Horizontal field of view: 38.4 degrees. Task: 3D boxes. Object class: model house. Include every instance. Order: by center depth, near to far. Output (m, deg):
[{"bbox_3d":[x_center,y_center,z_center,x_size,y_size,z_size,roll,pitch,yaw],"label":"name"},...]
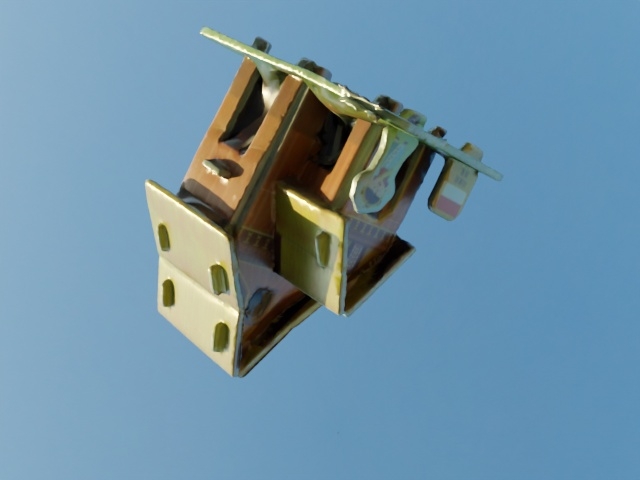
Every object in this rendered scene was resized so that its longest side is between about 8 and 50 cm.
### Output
[{"bbox_3d":[0.000,0.000,0.986,0.300,0.340,0.323,33,-81,40],"label":"model house"}]
